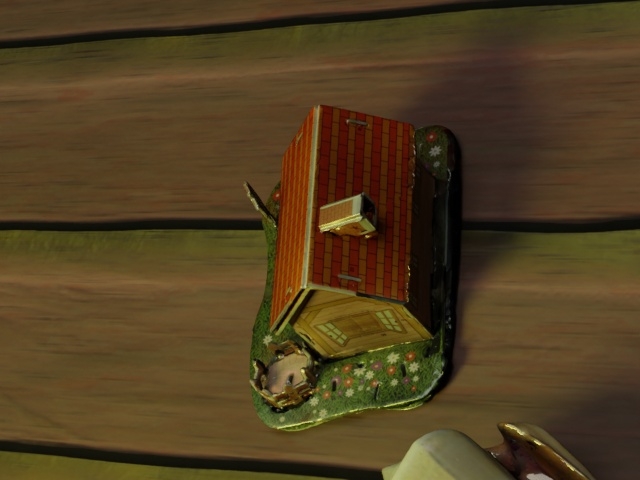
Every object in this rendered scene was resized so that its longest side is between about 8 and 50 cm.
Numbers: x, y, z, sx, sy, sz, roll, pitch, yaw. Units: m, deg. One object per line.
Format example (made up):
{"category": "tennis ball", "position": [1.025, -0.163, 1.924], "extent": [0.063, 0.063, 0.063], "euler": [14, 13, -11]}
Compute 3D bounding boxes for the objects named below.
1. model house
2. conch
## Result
{"category": "model house", "position": [0.001, 0.001, 1.718], "extent": [0.207, 0.154, 0.294], "euler": [-14, 53, 25]}
{"category": "conch", "position": [0.151, 0.242, 1.484], "extent": [0.255, 0.127, 0.158], "euler": [39, 54, 24]}
